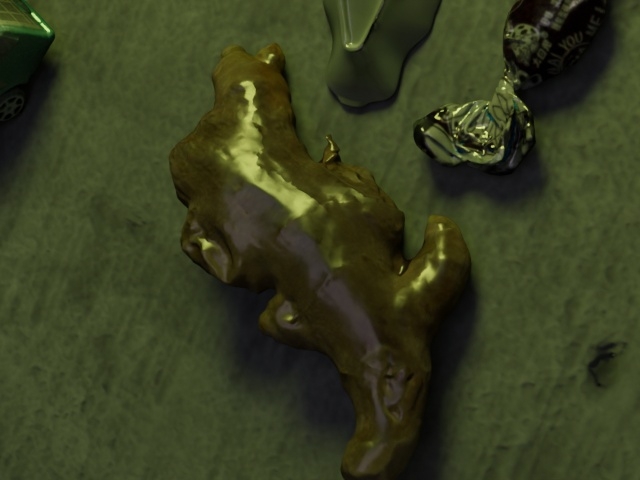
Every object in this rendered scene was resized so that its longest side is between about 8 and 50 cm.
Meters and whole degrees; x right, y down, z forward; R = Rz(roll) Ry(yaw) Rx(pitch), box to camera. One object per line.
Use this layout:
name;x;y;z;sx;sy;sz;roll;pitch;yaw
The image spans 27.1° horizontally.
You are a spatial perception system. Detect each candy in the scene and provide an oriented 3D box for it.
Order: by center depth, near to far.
candy;0.145;-0.144;0.897;0.094;0.051;0.226;39;103;23

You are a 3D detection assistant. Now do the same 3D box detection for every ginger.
ginger;-0.001;-0.002;0.932;0.166;0.080;0.333;-37;69;1

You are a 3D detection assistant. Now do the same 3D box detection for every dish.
dish;0.034;-0.165;0.952;0.091;0.039;0.137;15;92;23

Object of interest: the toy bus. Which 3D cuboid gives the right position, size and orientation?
toy bus;-0.326;-0.094;1.073;0.091;0.109;0.261;43;105;13
